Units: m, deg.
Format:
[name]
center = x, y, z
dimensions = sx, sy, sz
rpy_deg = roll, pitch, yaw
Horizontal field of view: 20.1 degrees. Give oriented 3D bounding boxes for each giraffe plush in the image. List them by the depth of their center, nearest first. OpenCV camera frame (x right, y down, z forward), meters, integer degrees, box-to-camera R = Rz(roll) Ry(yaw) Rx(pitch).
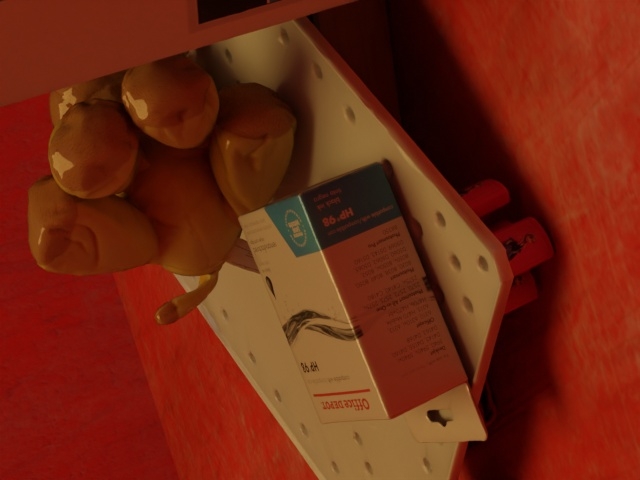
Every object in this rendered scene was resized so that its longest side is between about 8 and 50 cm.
[giraffe plush]
center = -0.111, -0.069, 1.201
dimensions = 0.210, 0.181, 0.170
rpy_deg = 42, -166, -48

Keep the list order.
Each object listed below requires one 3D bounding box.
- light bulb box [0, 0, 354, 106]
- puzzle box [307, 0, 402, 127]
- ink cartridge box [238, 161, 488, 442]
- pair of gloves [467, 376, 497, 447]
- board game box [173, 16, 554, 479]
[light bulb box]
center = -0.149, -0.294, 1.028
dimensions = 0.225, 0.361, 0.358
rpy_deg = 89, 160, -54
[puzzle box]
center = -0.037, -0.186, 1.384
dimensions = 0.409, 0.052, 0.272
rpy_deg = -127, 25, -57
[ink cartridge box]
center = 0.025, 0.051, 1.100
dimensions = 0.104, 0.060, 0.180
rpy_deg = -17, 95, 65
[pair of gloves]
center = 0.107, 0.163, 1.284
dimensions = 0.159, 0.023, 0.198
rpy_deg = 158, 96, -77
[board game box]
center = 0.000, 0.000, 1.246
dimensions = 0.390, 0.050, 0.390
rpy_deg = 52, 152, 31
